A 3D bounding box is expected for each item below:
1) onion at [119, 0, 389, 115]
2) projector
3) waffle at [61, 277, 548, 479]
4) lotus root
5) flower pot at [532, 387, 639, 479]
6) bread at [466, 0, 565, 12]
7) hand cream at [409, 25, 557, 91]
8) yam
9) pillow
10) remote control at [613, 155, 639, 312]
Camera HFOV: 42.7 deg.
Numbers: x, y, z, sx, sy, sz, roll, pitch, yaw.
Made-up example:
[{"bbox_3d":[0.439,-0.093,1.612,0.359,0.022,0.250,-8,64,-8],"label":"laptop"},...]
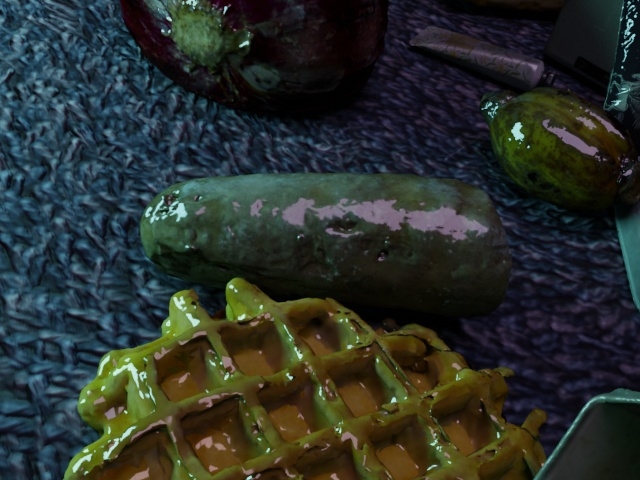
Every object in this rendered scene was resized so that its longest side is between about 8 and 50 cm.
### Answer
[{"bbox_3d":[-0.069,-0.325,0.958,0.336,0.260,0.282,28,43,15],"label":"onion"},{"bbox_3d":[0.443,-0.283,1.071,0.242,0.177,0.163,39,52,22],"label":"projector"},{"bbox_3d":[-0.006,0.188,0.608,0.382,0.095,0.380,15,45,-1],"label":"waffle"},{"bbox_3d":[0.262,-0.102,0.911,0.209,0.120,0.120,37,51,24],"label":"lotus root"},{"bbox_3d":[0.253,0.218,0.496,0.189,0.239,0.209,23,74,-22],"label":"flower pot"},{"bbox_3d":[0.305,-0.485,1.210,0.279,0.207,0.279,-1,49,-14],"label":"bread"},{"bbox_3d":[0.216,-0.243,1.081,0.194,0.042,0.067,26,49,18],"label":"hand cream"},{"bbox_3d":[0.000,0.000,0.757,0.330,0.133,0.133,3,47,0],"label":"yam"},{"bbox_3d":[0.401,-0.183,0.960,0.141,0.208,0.055,8,20,-1],"label":"pillow"},{"bbox_3d":[0.380,-0.001,0.884,0.104,0.052,0.247,5,48,-1],"label":"remote control"}]
